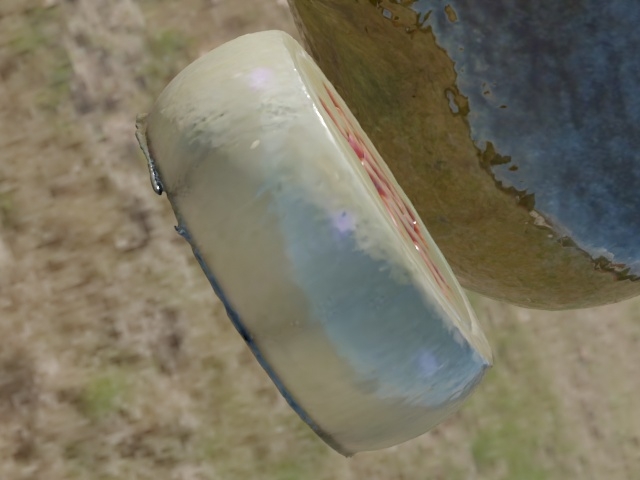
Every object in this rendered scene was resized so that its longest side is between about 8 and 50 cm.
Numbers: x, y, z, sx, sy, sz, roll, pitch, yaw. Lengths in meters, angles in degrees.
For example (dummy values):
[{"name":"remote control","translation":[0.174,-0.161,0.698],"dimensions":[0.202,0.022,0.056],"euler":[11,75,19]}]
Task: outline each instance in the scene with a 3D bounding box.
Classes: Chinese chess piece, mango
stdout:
[{"name":"Chinese chess piece","translation":[0.000,0.000,0.458],"dimensions":[0.122,0.051,0.122],"euler":[58,6,-10]},{"name":"mango","translation":[0.075,-0.085,0.623],"dimensions":[0.146,0.193,0.316],"euler":[33,-3,42]}]
